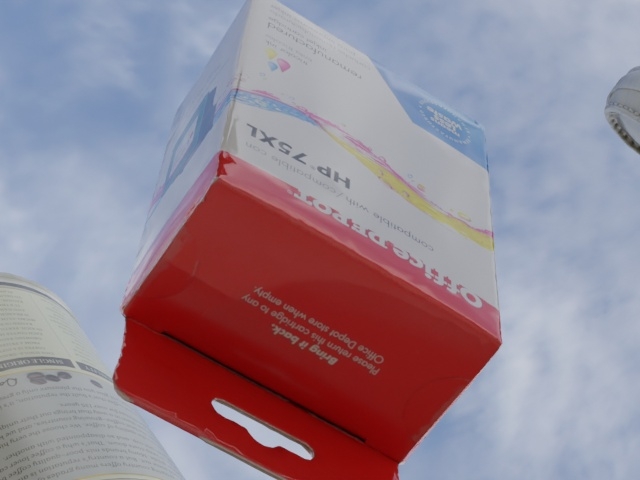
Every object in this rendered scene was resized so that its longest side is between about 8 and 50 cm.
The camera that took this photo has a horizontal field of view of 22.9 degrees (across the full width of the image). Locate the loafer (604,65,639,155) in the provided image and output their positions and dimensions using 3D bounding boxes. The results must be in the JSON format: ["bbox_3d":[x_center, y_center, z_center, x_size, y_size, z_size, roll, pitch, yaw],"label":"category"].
[{"bbox_3d":[0.259,-0.016,0.958,0.111,0.319,0.112,-47,-57,4],"label":"loafer"}]

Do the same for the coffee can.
[{"bbox_3d":[-0.200,0.173,1.053,0.201,0.201,0.275,-57,-139,12],"label":"coffee can"}]

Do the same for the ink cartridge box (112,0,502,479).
[{"bbox_3d":[0.000,0.000,0.662,0.134,0.231,0.078,29,-62,-15],"label":"ink cartridge box"}]
